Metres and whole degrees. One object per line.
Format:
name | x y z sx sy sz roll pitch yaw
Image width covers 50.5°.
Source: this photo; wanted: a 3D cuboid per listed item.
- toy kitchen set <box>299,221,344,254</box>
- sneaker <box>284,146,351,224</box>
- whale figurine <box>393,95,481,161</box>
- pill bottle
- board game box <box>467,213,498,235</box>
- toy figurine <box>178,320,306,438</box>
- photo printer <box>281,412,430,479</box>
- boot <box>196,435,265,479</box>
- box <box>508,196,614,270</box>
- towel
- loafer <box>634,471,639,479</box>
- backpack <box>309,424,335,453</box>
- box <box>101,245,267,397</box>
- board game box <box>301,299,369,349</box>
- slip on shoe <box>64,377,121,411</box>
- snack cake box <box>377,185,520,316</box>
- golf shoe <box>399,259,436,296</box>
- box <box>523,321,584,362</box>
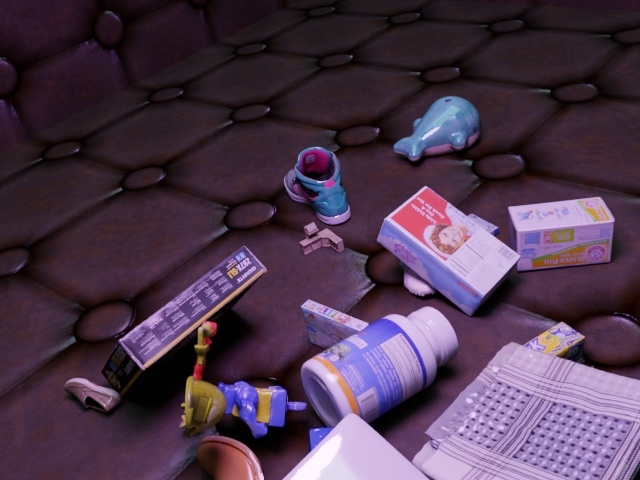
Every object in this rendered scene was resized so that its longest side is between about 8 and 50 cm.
toy kitchen set | 0.000 0.000 1.679 0.083 0.068 0.075 -28 38 -21
sneaker | -0.028 -0.177 1.841 0.124 0.178 0.295 -26 37 -20
whale figurine | 0.340 -0.328 1.979 0.272 0.141 0.216 -27 38 -20
pill bottle | 0.114 0.228 1.242 0.272 0.152 0.152 -26 37 -24
board game box | 0.366 -0.022 1.643 0.090 0.020 0.090 -28 38 -22
toy figurine | -0.123 0.257 1.198 0.218 0.362 0.191 13 78 -7
photo printer | 0.074 0.430 0.947 0.308 0.107 0.256 39 58 23
boot | -0.154 0.451 1.073 0.284 0.109 0.220 25 52 31
box | 0.528 -0.014 1.498 0.203 0.114 0.103 -7 34 7
towel | 0.332 0.291 1.047 0.312 0.056 0.324 -43 29 -25
loafer | 0.552 0.370 0.975 0.224 0.076 0.078 4 21 7
backpack | 0.043 0.370 1.120 0.120 0.097 0.101 -1 39 -5
box | -0.282 0.168 1.384 0.322 0.079 0.257 -39 -1 -34
board game box | 0.035 0.188 1.370 0.154 0.103 0.026 19 45 36
slip on shoe | -0.474 0.320 1.386 0.136 0.051 0.041 12 38 19
snack cake box | 0.273 0.019 1.463 0.264 0.089 0.152 40 57 18
golf shoe | 0.212 0.052 1.527 0.069 0.085 0.176 -14 36 -5
box | 0.406 0.220 1.256 0.169 0.054 0.059 -26 37 -18
